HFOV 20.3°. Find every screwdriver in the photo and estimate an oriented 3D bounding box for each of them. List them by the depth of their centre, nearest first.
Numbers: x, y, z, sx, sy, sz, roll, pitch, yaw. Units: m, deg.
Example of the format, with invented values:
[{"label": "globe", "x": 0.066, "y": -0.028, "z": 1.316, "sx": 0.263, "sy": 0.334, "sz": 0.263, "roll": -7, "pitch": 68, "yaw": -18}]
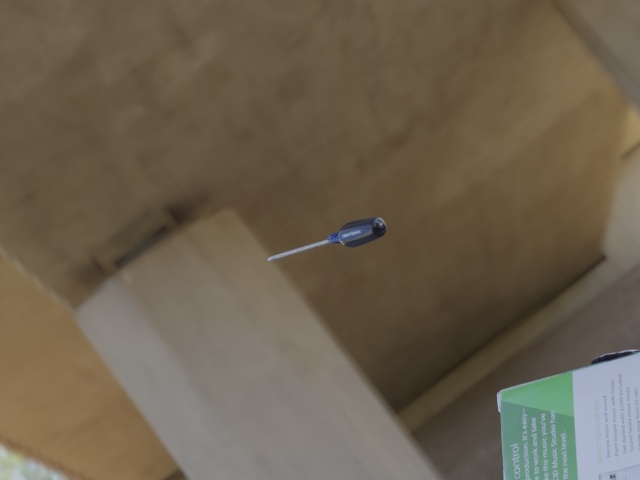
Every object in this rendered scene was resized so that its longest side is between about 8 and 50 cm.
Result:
[{"label": "screwdriver", "x": 0.000, "y": 0.000, "z": 1.669, "sx": 0.170, "sy": 0.025, "sz": 0.024, "roll": -10, "pitch": 30, "yaw": 47}]

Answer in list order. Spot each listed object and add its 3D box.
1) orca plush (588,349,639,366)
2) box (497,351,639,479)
[{"label": "orca plush", "x": 0.392, "y": 0.202, "z": 1.773, "sx": 0.151, "sy": 0.287, "sz": 0.102, "roll": -42, "pitch": 29, "yaw": 20}, {"label": "box", "x": 0.266, "y": 0.181, "z": 1.226, "sx": 0.322, "sy": 0.232, "sz": 0.058, "roll": -19, "pitch": -30, "yaw": 38}]
